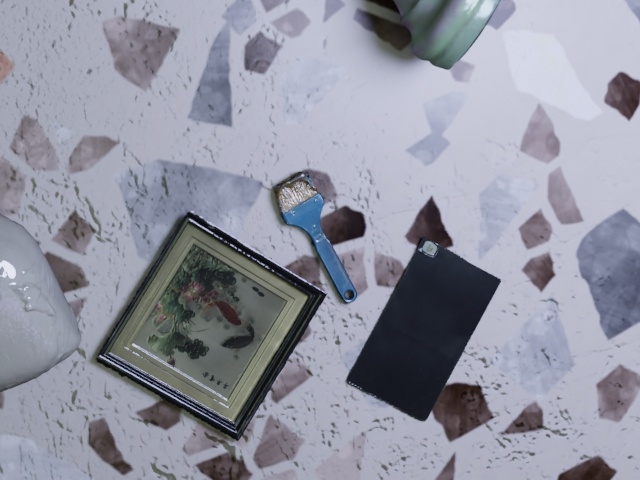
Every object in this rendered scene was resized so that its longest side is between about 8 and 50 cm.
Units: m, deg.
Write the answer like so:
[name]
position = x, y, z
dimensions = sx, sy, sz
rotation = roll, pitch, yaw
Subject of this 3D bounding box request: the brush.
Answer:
[brush]
position = 0.000, 0.000, 1.788
dimensions = 0.051, 0.014, 0.164
rotation = -32, 107, -10

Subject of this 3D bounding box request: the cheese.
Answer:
[cheese]
position = -0.357, 0.059, 1.603
dimensions = 0.198, 0.154, 0.189
rotation = -20, 123, -18

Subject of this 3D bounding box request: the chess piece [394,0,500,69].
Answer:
[chess piece]
position = 0.061, -0.310, 1.717
dimensions = 0.272, 0.139, 0.139
rotation = 32, 87, -9

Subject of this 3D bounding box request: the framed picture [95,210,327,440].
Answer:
[framed picture]
position = -0.120, 0.096, 1.763
dimensions = 0.195, 0.010, 0.199
rotation = 32, 87, -19

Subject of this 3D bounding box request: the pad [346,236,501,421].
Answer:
[pad]
position = 0.121, 0.104, 1.845
dimensions = 0.116, 0.004, 0.193
rotation = 28, 88, -19
